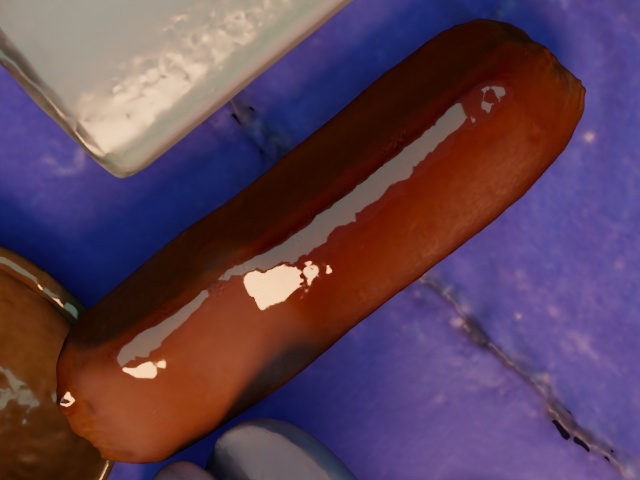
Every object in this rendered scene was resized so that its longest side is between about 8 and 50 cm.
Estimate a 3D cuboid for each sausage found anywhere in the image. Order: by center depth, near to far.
[{"bbox_3d":[0.000,0.000,0.627,0.300,0.083,0.089,-36,133,-2],"label":"sausage"}]

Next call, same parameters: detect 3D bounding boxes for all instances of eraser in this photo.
[{"bbox_3d":[-0.046,-0.186,0.608,0.290,0.104,0.189,-38,89,4],"label":"eraser"}]

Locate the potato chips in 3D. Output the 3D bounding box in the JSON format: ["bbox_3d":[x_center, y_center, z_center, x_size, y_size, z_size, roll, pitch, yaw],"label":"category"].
[{"bbox_3d":[-0.198,0.064,0.662,0.202,0.049,0.150,11,100,-5],"label":"potato chips"}]

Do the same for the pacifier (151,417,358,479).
[{"bbox_3d":[0.019,0.209,0.625,0.226,0.238,0.287,-6,116,-30],"label":"pacifier"}]
